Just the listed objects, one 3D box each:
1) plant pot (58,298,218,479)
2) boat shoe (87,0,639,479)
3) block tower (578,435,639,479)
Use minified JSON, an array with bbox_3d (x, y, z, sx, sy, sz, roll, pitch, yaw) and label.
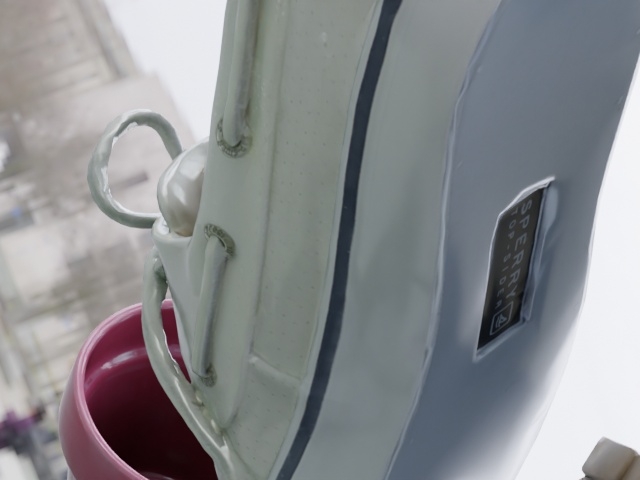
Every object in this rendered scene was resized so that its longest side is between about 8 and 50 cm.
[{"bbox_3d":[-0.109,0.175,1.397,0.201,0.201,0.180,62,-37,36],"label":"plant pot"},{"bbox_3d":[-0.006,0.003,0.637,0.156,0.136,0.367,37,-37,26],"label":"boat shoe"},{"bbox_3d":[0.072,0.227,0.666,0.097,0.335,0.091,36,-7,-17],"label":"block tower"}]
